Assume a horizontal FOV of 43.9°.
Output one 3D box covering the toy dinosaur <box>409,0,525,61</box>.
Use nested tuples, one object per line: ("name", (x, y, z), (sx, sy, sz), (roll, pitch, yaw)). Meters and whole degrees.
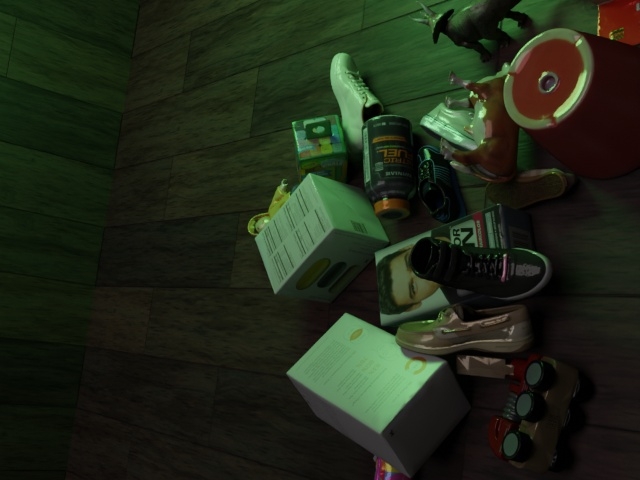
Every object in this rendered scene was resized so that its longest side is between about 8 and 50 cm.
("toy dinosaur", (0.365, -0.499, 1.816), (0.313, 0.160, 0.121), (-4, 77, 51))

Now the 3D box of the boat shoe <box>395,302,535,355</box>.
("boat shoe", (0.295, 0.177, 1.665), (0.302, 0.109, 0.098), (-4, 105, 33))

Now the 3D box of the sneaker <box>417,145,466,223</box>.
("sneaker", (0.269, -0.141, 1.882), (0.081, 0.090, 0.232), (-44, 49, 33))

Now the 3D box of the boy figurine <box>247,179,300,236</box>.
("boy figurine", (-0.103, -0.092, 2.317), (0.285, 0.092, 0.177), (-32, 59, 37))

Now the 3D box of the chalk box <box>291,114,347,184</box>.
("chalk box", (-0.001, -0.242, 2.124), (0.213, 0.132, 0.132), (86, 174, -63))

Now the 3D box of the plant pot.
("plant pot", (0.502, -0.273, 1.522), (0.275, 0.243, 0.275), (-17, 68, 47))

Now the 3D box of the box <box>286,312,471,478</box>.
("box", (0.125, 0.337, 1.787), (0.215, 0.168, 0.345), (-44, 35, -19))

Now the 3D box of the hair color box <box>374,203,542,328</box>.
("hair color box", (0.295, 0.070, 1.773), (0.374, 0.114, 0.185), (-24, 62, 45))

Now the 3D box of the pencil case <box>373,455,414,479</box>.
("pencil case", (0.160, 0.571, 1.803), (0.104, 0.104, 0.236), (-11, 72, 48))

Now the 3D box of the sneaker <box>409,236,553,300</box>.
("sneaker", (0.301, 0.053, 1.569), (0.296, 0.147, 0.104), (2, 80, 48))

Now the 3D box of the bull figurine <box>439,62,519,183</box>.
("bull figurine", (0.363, -0.272, 1.719), (0.101, 0.188, 0.310), (86, -167, -67))

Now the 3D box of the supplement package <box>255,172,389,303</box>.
("supplement package", (0.000, 0.000, 2.077), (0.262, 0.199, 0.198), (-48, 48, 30))

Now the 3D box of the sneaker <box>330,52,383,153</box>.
("sneaker", (0.113, -0.387, 2.141), (0.123, 0.106, 0.290), (-24, 73, 41))

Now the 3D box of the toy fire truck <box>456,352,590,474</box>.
("toy fire truck", (0.381, 0.323, 1.594), (0.246, 0.158, 0.217), (11, 83, 71))

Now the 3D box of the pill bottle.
("pill bottle", (0.172, -0.177, 1.979), (0.130, 0.130, 0.245), (-22, 64, 45))

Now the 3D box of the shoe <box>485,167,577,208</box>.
("shoe", (0.448, -0.113, 1.696), (0.219, 0.058, 0.076), (-4, 107, 54))

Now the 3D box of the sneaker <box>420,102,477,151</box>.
("sneaker", (0.338, -0.251, 1.834), (0.091, 0.094, 0.258), (-52, 50, 3))

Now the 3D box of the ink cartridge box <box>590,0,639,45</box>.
("ink cartridge box", (0.653, -0.517, 1.559), (0.275, 0.060, 0.239), (-9, 72, 49))
